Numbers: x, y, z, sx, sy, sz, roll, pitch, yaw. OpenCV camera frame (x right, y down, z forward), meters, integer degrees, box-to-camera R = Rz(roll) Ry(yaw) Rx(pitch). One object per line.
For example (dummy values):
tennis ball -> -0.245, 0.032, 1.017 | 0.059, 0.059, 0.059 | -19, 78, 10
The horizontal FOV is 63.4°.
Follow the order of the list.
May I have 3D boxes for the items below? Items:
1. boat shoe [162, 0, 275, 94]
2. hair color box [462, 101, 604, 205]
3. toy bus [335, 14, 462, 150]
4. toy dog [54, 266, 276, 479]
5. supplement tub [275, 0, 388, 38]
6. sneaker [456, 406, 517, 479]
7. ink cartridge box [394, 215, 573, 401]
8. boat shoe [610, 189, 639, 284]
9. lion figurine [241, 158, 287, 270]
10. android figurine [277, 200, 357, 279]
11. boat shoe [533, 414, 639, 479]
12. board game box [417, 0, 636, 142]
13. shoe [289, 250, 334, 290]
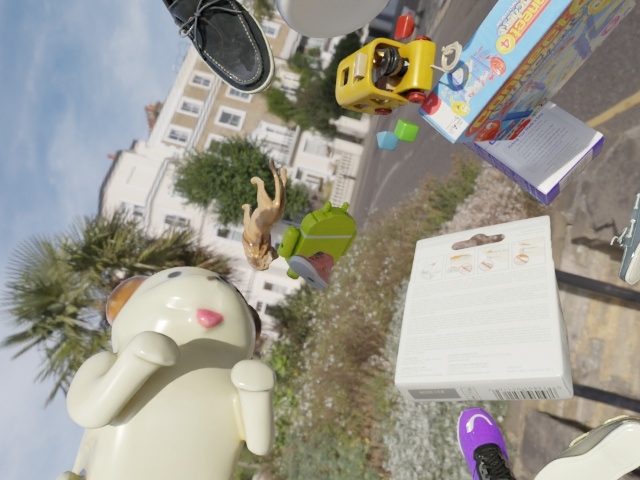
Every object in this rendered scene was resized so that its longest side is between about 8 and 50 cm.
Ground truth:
boat shoe -> -0.299, -0.592, 1.319 | 0.187, 0.500, 0.156 | -30, 9, 18
hair color box -> 0.494, -0.266, 1.293 | 0.185, 0.339, 0.110 | -47, -26, 8
toy bus -> 0.100, -0.267, 0.826 | 0.191, 0.104, 0.202 | -108, 33, -42
toy dog -> -0.193, 0.232, 0.709 | 0.395, 0.284, 0.408 | 125, 154, -61
supplement tub -> -0.006, -0.598, 1.018 | 0.235, 0.235, 0.325 | 108, 147, -69
sneaker -> 0.380, 0.508, 1.108 | 0.146, 0.102, 0.293 | 96, 163, -75
ink cartridge box -> 0.330, 0.137, 1.065 | 0.091, 0.308, 0.385 | 53, -142, -35
boat shoe -> 0.811, -0.013, 1.329 | 0.079, 0.095, 0.254 | 19, 90, 48
lion figurine -> -0.195, -0.074, 1.807 | 0.392, 0.142, 0.240 | 111, 155, -55
android figurine -> 0.000, 0.000, 1.496 | 0.056, 0.248, 0.273 | 55, 134, 38
boat shoe -> 0.624, 0.510, 1.194 | 0.305, 0.109, 0.091 | -46, -15, 22
board game box -> 0.349, -0.308, 0.863 | 0.302, 0.086, 0.308 | -16, -31, -50
shoe -> -0.019, 0.057, 1.313 | 0.178, 0.063, 0.081 | 49, -126, -54
